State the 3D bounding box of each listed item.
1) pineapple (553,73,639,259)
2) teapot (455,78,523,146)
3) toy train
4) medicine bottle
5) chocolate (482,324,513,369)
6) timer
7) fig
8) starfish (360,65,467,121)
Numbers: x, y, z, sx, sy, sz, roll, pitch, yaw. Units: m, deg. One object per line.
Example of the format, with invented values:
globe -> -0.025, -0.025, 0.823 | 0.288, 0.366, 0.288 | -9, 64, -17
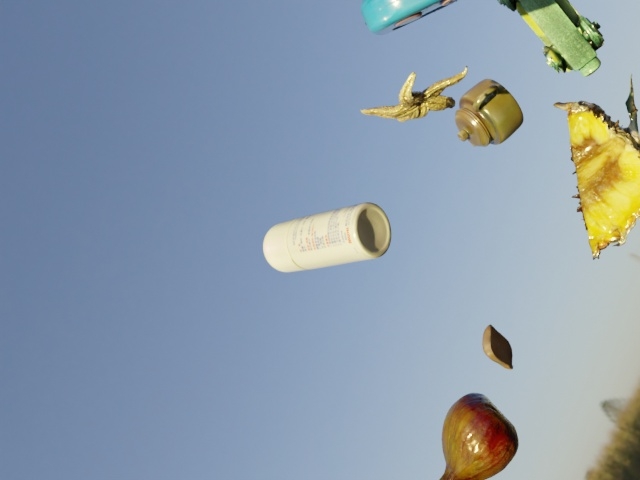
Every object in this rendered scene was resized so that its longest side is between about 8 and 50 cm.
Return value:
pineapple -> 0.547, -0.151, 1.692 | 0.161, 0.158, 0.335 | -49, -59, -55
teapot -> 0.477, -0.362, 2.693 | 0.175, 0.185, 0.268 | -42, -22, -10
toy train -> 0.603, -0.610, 2.436 | 0.160, 0.397, 0.253 | -39, 8, 19
medicine bottle -> 0.000, 0.000, 2.150 | 0.130, 0.341, 0.130 | 11, -106, -44
chocolate -> 0.337, 0.207, 1.759 | 0.100, 0.031, 0.065 | 36, -131, -44
timer -> 0.242, -0.535, 1.882 | 0.115, 0.340, 0.309 | 64, -168, -6
fig -> 0.346, 0.504, 2.147 | 0.190, 0.190, 0.290 | -12, -49, -62
starfish -> 0.231, -0.327, 2.122 | 0.235, 0.277, 0.062 | 11, -120, -59
